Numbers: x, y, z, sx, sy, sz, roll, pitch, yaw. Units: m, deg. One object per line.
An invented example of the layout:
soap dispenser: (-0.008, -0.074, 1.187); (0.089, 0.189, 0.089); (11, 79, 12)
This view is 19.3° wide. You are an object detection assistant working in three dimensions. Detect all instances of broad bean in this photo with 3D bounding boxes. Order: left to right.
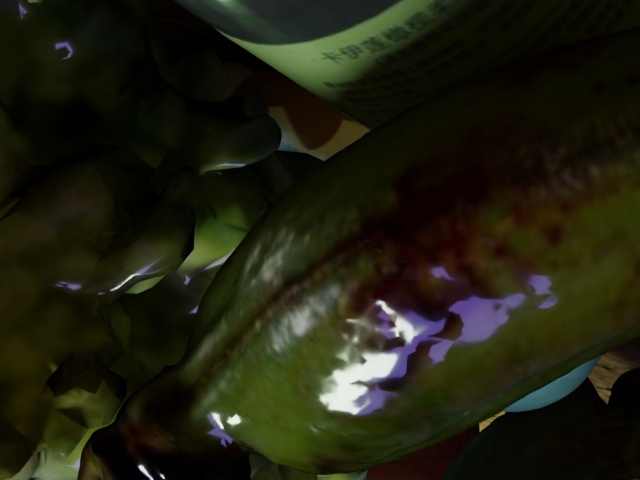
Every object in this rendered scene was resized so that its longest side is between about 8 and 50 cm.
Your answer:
broad bean: (0.085, -0.020, 0.352); (0.339, 0.061, 0.077); (-22, 152, 15)

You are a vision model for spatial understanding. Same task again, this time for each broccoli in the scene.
broccoli: (-0.137, -0.006, 0.539); (0.324, 0.272, 0.334); (6, 172, -26)

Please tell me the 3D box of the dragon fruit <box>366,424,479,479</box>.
dragon fruit: (-0.035, 0.153, 0.979); (0.290, 0.189, 0.290); (-12, 169, -2)

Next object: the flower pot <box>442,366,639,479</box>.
flower pot: (0.160, 0.173, 0.796); (0.213, 0.302, 0.302); (9, 164, 14)

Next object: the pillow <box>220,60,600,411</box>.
pillow: (0.000, 0.000, 0.731); (0.233, 0.086, 0.214); (23, 168, -23)

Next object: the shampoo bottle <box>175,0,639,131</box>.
shampoo bottle: (0.020, -0.077, 0.396); (0.101, 0.101, 0.284); (0, 160, 41)
